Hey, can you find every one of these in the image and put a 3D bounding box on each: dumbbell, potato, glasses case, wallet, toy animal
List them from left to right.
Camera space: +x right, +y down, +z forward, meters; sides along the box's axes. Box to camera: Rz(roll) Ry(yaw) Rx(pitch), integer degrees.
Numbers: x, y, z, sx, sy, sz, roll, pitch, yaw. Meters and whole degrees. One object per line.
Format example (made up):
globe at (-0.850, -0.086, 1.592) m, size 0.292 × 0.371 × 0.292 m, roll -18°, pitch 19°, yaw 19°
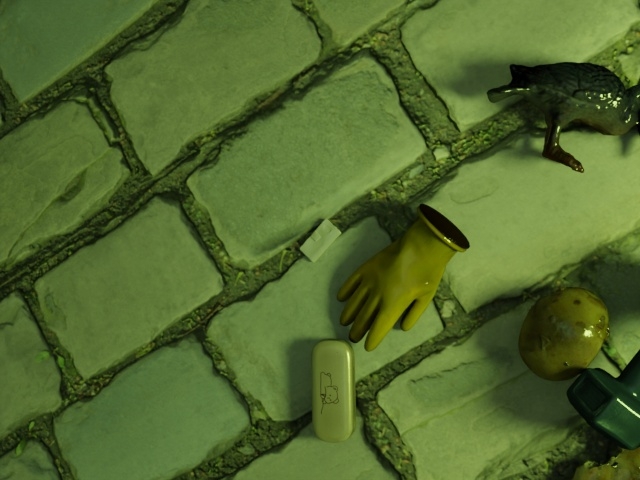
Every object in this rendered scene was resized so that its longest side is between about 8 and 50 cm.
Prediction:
wallet at (0.000, 0.000, 1.528) m, size 0.044 × 0.011 × 0.083 m, roll 44°, pitch 101°, yaw 12°
glasses case at (0.025, 0.289, 1.497) m, size 0.083 × 0.050 × 0.196 m, roll -3°, pitch 89°, yaw 18°
potato at (0.420, 0.163, 1.350) m, size 0.137 × 0.137 × 0.176 m, roll 29°, pitch 99°, yaw 14°
toy animal at (0.442, -0.226, 1.352) m, size 0.298 × 0.122 × 0.185 m, roll 29°, pitch 102°, yaw 8°
dumbbell at (0.553, 0.186, 1.262) m, size 0.143 × 0.156 × 0.316 m, roll 43°, pitch 104°, yaw 29°

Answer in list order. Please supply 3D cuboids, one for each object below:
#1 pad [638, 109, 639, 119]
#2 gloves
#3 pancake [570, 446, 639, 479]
pad at (0.711, -0.255, 1.334) m, size 0.299 × 0.005 × 0.202 m, roll 19°, pitch 94°, yaw 15°
gloves at (0.138, 0.078, 1.457) m, size 0.294 × 0.116 × 0.133 m, roll -51°, pitch 49°, yaw 19°
pancake at (0.602, 0.487, 1.321) m, size 0.382 × 0.071 × 0.382 m, roll 0°, pitch 89°, yaw 15°
